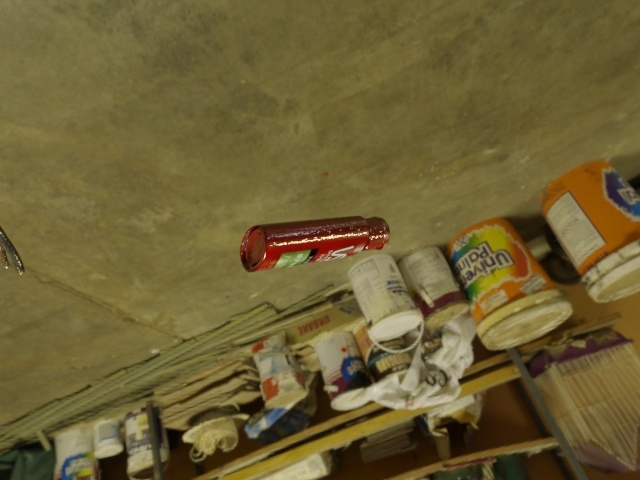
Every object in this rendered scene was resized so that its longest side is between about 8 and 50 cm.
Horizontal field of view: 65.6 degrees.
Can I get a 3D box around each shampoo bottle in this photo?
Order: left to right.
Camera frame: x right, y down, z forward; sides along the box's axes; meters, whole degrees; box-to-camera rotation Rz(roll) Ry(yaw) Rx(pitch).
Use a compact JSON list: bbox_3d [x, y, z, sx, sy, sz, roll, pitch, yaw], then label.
[{"bbox_3d":[0.000,0.001,0.981,0.314,0.076,0.118,-7,150,-35],"label":"shampoo bottle"}]

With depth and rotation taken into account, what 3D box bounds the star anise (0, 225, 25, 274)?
[{"bbox_3d":[-0.651,0.002,0.856,0.237,0.148,0.346,-51,157,-1],"label":"star anise"}]
